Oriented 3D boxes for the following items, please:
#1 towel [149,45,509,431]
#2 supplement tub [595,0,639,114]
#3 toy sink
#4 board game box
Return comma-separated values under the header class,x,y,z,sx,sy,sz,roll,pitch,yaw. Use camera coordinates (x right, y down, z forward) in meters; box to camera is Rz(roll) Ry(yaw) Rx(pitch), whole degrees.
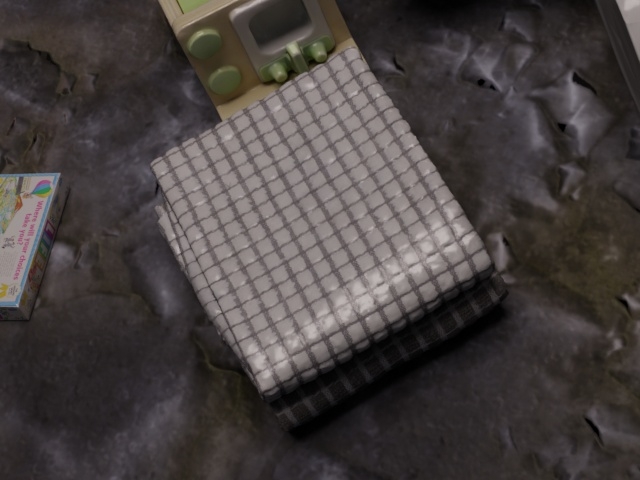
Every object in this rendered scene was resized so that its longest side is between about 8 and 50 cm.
class,x,y,z,sx,sy,sz,roll,pitch,yaw
towel,0.000,0.000,1.642,0.235,0.121,0.284,-31,53,-1
supplement tub,0.405,-0.225,1.568,0.331,0.241,0.241,-21,51,6
toy sink,-0.068,-0.225,1.817,0.152,0.131,0.234,-27,51,2
board game box,-0.310,0.005,1.810,0.103,0.026,0.154,0,56,21
